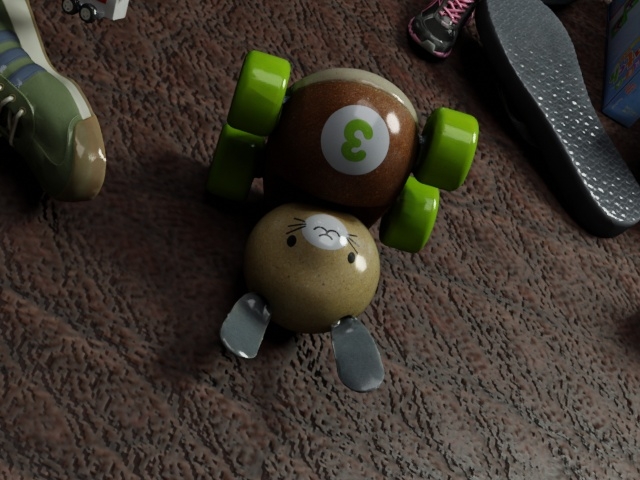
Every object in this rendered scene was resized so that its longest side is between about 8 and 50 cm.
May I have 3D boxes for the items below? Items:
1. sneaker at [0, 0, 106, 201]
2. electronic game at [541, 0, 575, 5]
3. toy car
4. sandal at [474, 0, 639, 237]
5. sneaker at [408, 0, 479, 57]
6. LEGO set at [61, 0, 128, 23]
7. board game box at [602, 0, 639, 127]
[{"bbox_3d":[-0.207,-0.095,0.793,0.086,0.064,0.192,-2,47,-39],"label":"sneaker"},{"bbox_3d":[0.181,-0.325,1.313,0.229,0.048,0.229,21,43,-20],"label":"electronic game"},{"bbox_3d":[0.000,0.000,0.807,0.155,0.149,0.188,16,55,-7],"label":"toy car"},{"bbox_3d":[0.194,-0.114,1.123,0.097,0.054,0.255,-5,66,-38],"label":"sandal"},{"bbox_3d":[0.118,-0.208,1.147,0.047,0.057,0.119,36,41,-4],"label":"sneaker"},{"bbox_3d":[-0.220,-0.201,0.832,0.244,0.060,0.182,5,29,-24],"label":"LEGO set"},{"bbox_3d":[0.340,-0.227,1.250,0.039,0.160,0.211,31,40,-10],"label":"board game box"}]
